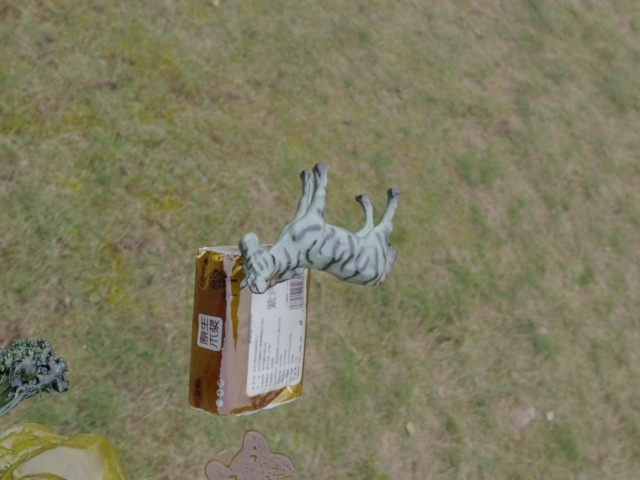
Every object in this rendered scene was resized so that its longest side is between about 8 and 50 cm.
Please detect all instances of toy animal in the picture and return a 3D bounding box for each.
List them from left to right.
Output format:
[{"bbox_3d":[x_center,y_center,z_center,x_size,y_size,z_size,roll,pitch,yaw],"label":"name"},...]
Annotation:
[{"bbox_3d":[-0.004,-0.017,1.255,0.255,0.090,0.169,-2,85,-27],"label":"toy animal"}]

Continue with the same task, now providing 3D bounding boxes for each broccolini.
[{"bbox_3d":[-0.351,0.191,0.899,0.071,0.057,0.254,32,62,24],"label":"broccolini"}]

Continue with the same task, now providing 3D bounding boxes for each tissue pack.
[{"bbox_3d":[-0.095,0.121,1.301,0.183,0.092,0.226,-3,101,-51],"label":"tissue pack"}]

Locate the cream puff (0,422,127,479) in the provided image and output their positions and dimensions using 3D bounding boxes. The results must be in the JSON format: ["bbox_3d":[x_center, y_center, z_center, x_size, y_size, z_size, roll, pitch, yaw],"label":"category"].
[{"bbox_3d":[-0.351,0.358,1.083,0.270,0.274,0.323,31,31,-59],"label":"cream puff"}]

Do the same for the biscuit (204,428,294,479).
[{"bbox_3d":[-0.157,0.455,1.756,0.138,0.205,0.031,42,3,-8],"label":"biscuit"}]
